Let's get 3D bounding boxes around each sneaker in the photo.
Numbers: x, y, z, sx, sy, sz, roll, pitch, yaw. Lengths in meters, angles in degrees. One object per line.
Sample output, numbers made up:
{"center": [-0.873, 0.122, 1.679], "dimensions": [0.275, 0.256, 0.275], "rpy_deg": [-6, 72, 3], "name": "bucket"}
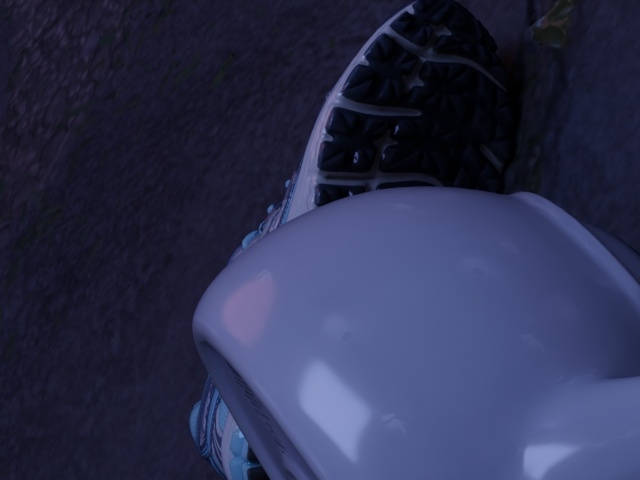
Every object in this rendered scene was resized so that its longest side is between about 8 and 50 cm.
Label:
{"center": [0.000, 0.000, 1.008], "dimensions": [0.122, 0.110, 0.283], "rpy_deg": [12, 78, 58], "name": "sneaker"}

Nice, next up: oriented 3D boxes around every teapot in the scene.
{"center": [0.080, 0.070, 0.787], "dimensions": [0.187, 0.252, 0.256], "rpy_deg": [-34, 55, -10], "name": "teapot"}
